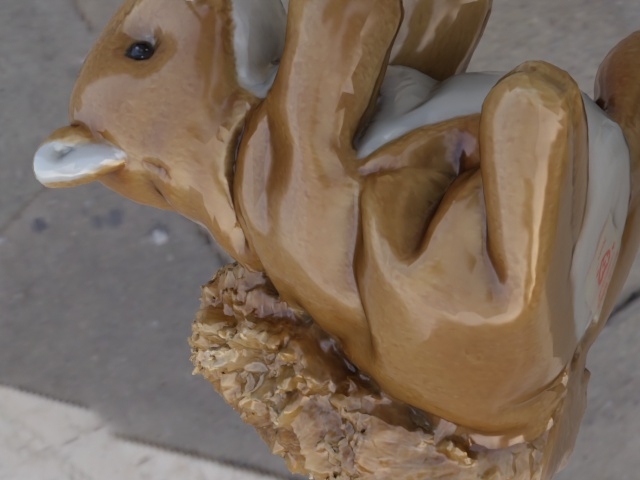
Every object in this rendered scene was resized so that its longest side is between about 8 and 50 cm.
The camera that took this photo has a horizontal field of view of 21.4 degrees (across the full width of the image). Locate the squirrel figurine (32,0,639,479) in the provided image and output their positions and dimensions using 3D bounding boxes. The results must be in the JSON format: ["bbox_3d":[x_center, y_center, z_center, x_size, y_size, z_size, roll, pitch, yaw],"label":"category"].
[{"bbox_3d":[0.000,0.000,1.096,0.370,0.281,0.397,16,115,21],"label":"squirrel figurine"}]
